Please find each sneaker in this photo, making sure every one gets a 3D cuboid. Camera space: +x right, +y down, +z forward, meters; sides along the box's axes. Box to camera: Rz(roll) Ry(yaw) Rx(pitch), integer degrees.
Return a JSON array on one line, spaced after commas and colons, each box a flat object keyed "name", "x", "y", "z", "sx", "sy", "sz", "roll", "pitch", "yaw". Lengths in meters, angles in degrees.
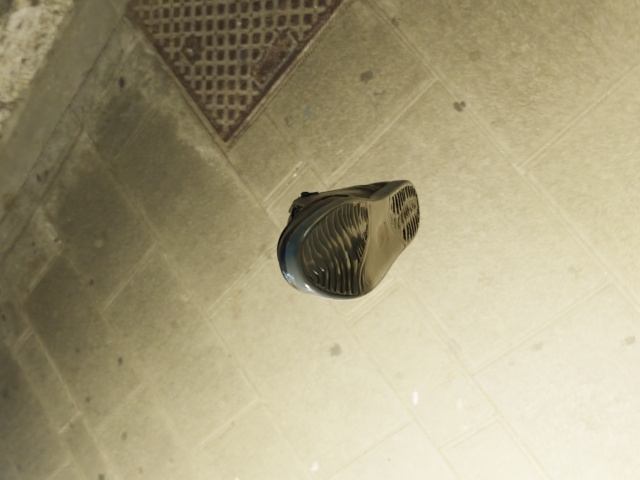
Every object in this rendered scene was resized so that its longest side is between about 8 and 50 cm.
[{"name": "sneaker", "x": 0.000, "y": 0.000, "z": 0.544, "sx": 0.118, "sy": 0.222, "sz": 0.083, "roll": -4, "pitch": 101, "yaw": 30}]
